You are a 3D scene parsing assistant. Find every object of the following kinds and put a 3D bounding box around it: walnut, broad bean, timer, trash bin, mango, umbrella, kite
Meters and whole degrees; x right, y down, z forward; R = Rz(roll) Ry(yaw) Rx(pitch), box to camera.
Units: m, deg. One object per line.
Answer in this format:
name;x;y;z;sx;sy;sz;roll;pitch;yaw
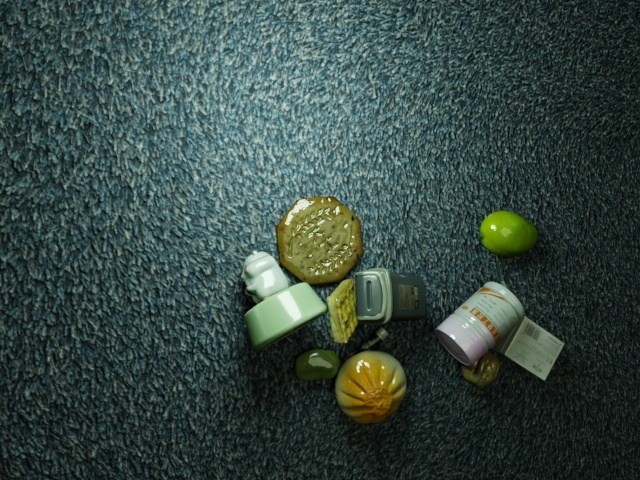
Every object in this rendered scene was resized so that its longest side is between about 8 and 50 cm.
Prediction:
walnut;0.677;0.536;1.761;0.166;0.149;0.167;-1;86;18
broad bean;-0.011;0.481;1.598;0.174;0.082;0.125;4;94;-17
timer;-0.174;0.185;1.467;0.290;0.291;0.315;-28;79;-12
trash bin;0.255;0.216;1.572;0.290;0.182;0.210;8;73;-34
mango;0.802;-0.019;1.755;0.272;0.149;0.186;22;86;-20
umbrella;0.801;0.169;1.821;0.044;0.044;0.269;-26;99;-40
kite;1.103;0.632;1.947;0.090;0.004;0.122;-34;101;-10

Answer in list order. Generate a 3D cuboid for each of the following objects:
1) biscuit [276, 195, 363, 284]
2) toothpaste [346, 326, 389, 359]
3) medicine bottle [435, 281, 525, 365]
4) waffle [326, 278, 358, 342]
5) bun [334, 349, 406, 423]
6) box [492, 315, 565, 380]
biscuit;0.000;0.000;1.593;0.359;0.046;0.359;-1;93;-16
toothpaste;0.195;0.432;1.673;0.193;0.045;0.071;-42;104;-3
medicine bottle;0.656;0.341;1.708;0.316;0.202;0.202;-39;102;-10
waffle;0.090;0.254;1.532;0.057;0.274;0.168;-9;97;19
bun;0.205;0.585;1.606;0.298;0.165;0.299;-3;103;-12
box;0.915;0.465;1.832;0.260;0.111;0.195;34;85;-17
